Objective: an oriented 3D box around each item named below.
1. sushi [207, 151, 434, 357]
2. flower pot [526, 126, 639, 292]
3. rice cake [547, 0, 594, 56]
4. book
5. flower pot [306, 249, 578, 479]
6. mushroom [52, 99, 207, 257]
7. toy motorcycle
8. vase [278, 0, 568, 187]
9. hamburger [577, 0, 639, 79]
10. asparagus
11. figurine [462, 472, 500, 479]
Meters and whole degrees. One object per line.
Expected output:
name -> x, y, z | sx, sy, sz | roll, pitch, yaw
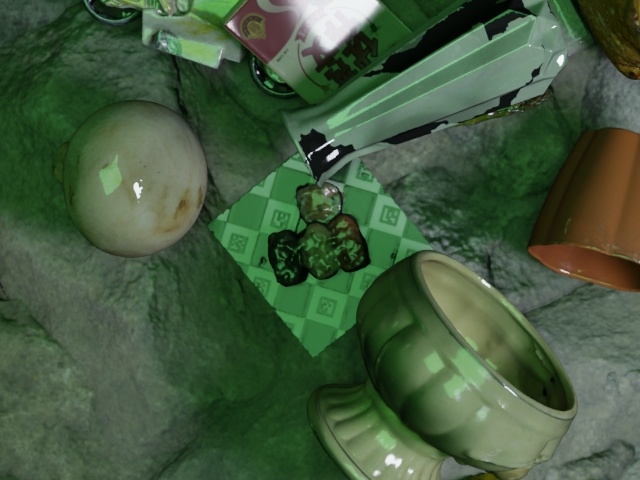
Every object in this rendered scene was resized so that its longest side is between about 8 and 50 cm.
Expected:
sushi -> 0.000, 0.000, 1.853 | 0.219, 0.047, 0.231 | -39, 86, 4
flower pot -> 0.371, -0.042, 1.759 | 0.190, 0.190, 0.173 | 15, 81, 6
rice cake -> 0.294, -0.337, 1.835 | 0.047, 0.036, 0.207 | -32, 87, 17
book -> 0.005, -0.267, 1.814 | 0.232, 0.022, 0.162 | 40, 95, -25
flower pot -> 0.142, 0.191, 1.731 | 0.307, 0.307, 0.244 | 45, 110, 4
mushroom -> -0.263, -0.084, 1.827 | 0.215, 0.207, 0.207 | 12, 91, 38
toy motorcycle -> -0.141, -0.336, 1.837 | 0.340, 0.108, 0.223 | 20, 103, -2
vase -> 0.130, -0.200, 1.780 | 0.360, 0.165, 0.165 | -27, 87, 2
hamburger -> 0.394, -0.332, 1.697 | 0.170, 0.290, 0.314 | -27, 88, 8
asparagus -> 0.183, -0.163, 1.849 | 0.248, 0.025, 0.024 | -11, 46, 6
figurine -> 0.202, 0.403, 1.694 | 0.168, 0.315, 0.187 | 41, 94, 5
